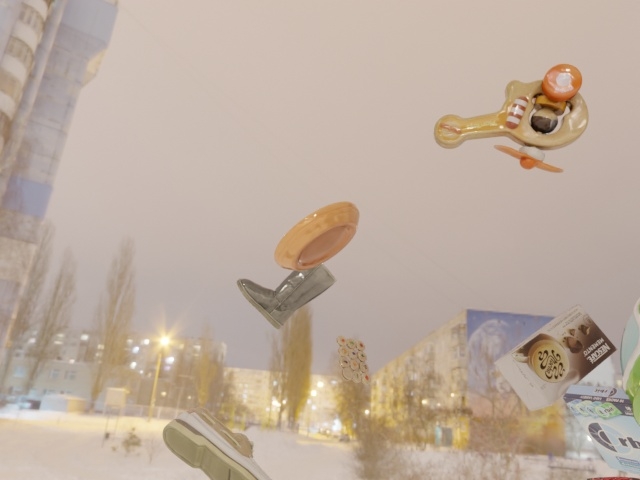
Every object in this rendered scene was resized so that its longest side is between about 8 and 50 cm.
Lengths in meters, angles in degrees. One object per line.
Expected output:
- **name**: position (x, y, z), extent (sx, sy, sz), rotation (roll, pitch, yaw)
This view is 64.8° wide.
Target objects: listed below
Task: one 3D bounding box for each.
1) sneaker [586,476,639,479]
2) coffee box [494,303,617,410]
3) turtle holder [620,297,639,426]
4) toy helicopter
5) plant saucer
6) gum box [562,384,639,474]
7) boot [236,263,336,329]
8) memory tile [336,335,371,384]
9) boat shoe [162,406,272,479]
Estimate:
- **sneaker**: position (0.729, 0.645, 1.229), extent (0.104, 0.125, 0.262), rotation (-11, -28, 17)
- **coffee box**: position (0.690, 0.341, 1.481), extent (0.297, 0.168, 0.119), rotation (-27, -19, -21)
- **turtle holder**: position (0.539, 0.153, 0.708), extent (0.243, 0.227, 0.320), rotation (-30, -57, 31)
- **toy helicopter**: position (0.457, -0.268, 1.223), extent (0.355, 0.235, 0.140), rotation (-7, -4, 12)
- **plant saucer**: position (0.000, 0.000, 1.024), extent (0.200, 0.037, 0.200), rotation (-30, -23, -14)
- **gum box**: position (0.563, 0.350, 0.918), extent (0.184, 0.041, 0.157), rotation (53, -27, -8)
- **boot**: position (-0.090, 0.109, 1.335), extent (0.189, 0.208, 0.076), rotation (45, 3, -12)
- **memory tile**: position (0.100, 0.359, 1.518), extent (0.113, 0.148, 0.012), rotation (22, -49, -30)
- **boat shoe**: position (-0.186, 0.459, 1.064), extent (0.302, 0.103, 0.113), rotation (34, -60, 14)
